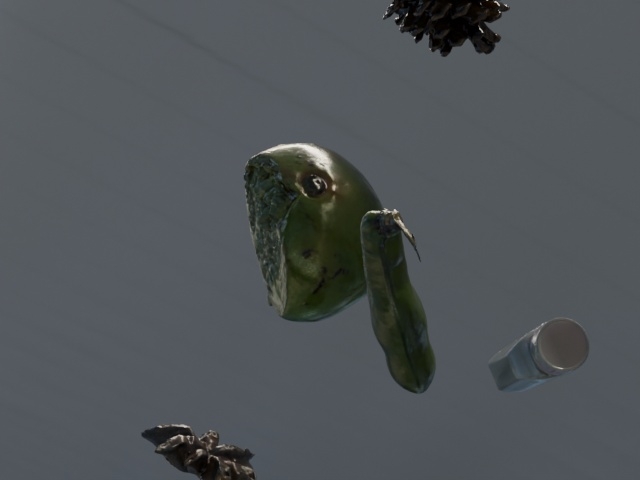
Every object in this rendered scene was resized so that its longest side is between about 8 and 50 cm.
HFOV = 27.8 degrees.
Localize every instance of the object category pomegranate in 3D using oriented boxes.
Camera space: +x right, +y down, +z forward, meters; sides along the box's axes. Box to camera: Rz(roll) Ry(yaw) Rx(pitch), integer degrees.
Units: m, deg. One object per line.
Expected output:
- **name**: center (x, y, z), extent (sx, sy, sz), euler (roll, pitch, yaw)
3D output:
- **pomegranate**: center (0.000, 0.000, 2.211), extent (0.216, 0.309, 0.358), euler (-16, -33, -11)

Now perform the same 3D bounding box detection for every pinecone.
- **pinecone**: center (0.194, -0.373, 1.975), extent (0.212, 0.185, 0.168), euler (38, -52, 2)

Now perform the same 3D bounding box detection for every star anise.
- **star anise**: center (-0.163, 0.312, 1.853), extent (0.182, 0.065, 0.195), euler (24, 12, -29)

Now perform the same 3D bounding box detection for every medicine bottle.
- **medicine bottle**: center (0.442, 0.231, 2.593), extent (0.161, 0.111, 0.296), euler (-20, -9, -10)

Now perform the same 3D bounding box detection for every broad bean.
- **broad bean**: center (0.075, 0.064, 1.269), extent (0.056, 0.098, 0.318), euler (-18, -31, -2)
